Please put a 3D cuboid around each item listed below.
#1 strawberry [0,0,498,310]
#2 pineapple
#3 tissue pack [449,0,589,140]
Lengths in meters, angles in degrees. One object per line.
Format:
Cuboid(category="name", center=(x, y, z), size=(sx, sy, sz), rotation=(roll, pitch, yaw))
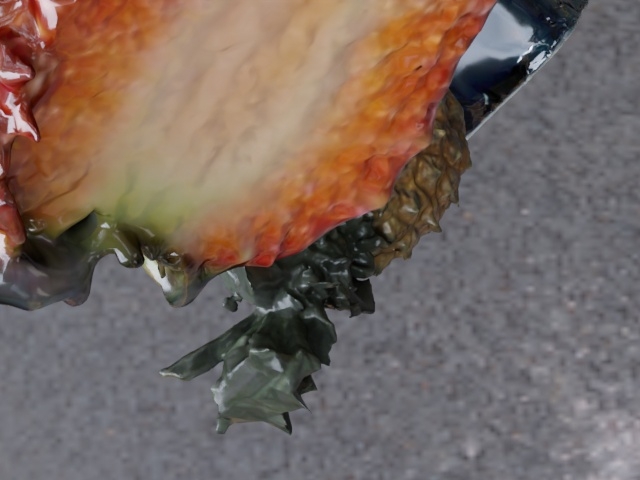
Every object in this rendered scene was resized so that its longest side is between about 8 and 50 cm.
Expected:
Cuboid(category="strawberry", center=(-0.026, -0.116, 0.720), size=(0.306, 0.233, 0.137), rotation=(-54, 56, 25))
Cuboid(category="pineapple", center=(0.001, 0.001, 1.081), size=(0.128, 0.128, 0.248), rotation=(-32, 22, 46))
Cuboid(category="tissue pack", center=(0.061, -0.314, 1.995), size=(0.416, 0.253, 0.264), rotation=(41, 125, -5))
